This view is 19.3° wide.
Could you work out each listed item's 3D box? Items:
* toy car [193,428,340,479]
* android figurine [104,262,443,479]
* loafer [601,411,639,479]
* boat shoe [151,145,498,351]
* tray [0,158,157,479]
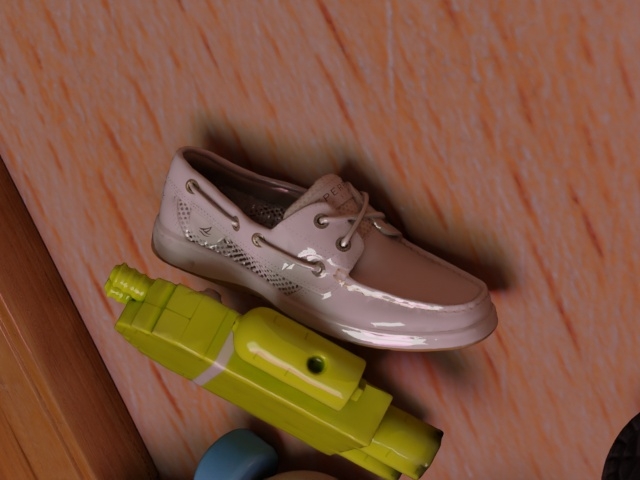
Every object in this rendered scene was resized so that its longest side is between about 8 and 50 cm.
[{"bbox_3d":[-0.024,0.316,1.605,0.219,0.210,0.238,36,168,26],"label":"toy car"},{"bbox_3d":[-0.042,0.097,1.413,0.273,0.056,0.248,30,168,-2],"label":"android figurine"},{"bbox_3d":[0.368,0.189,1.234,0.366,0.133,0.130,13,157,41],"label":"loafer"},{"bbox_3d":[0.000,0.000,1.358,0.277,0.098,0.096,18,117,22],"label":"boat shoe"},{"bbox_3d":[-0.316,0.063,1.664,0.203,0.076,0.411,-3,120,38],"label":"tray"}]
